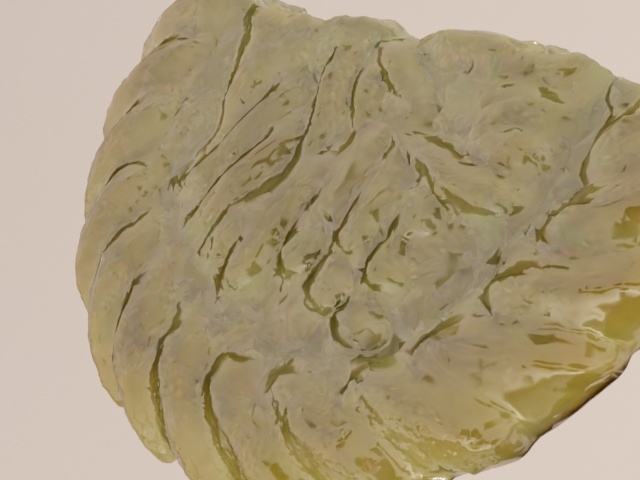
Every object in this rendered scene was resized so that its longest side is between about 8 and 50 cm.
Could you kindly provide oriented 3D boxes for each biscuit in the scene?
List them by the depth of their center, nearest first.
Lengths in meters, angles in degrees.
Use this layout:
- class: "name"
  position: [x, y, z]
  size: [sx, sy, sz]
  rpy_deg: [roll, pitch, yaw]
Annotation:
- class: "biscuit"
  position: [0.000, 0.000, 0.549]
  size: [0.274, 0.036, 0.187]
  rpy_deg: [19, -104, 42]
